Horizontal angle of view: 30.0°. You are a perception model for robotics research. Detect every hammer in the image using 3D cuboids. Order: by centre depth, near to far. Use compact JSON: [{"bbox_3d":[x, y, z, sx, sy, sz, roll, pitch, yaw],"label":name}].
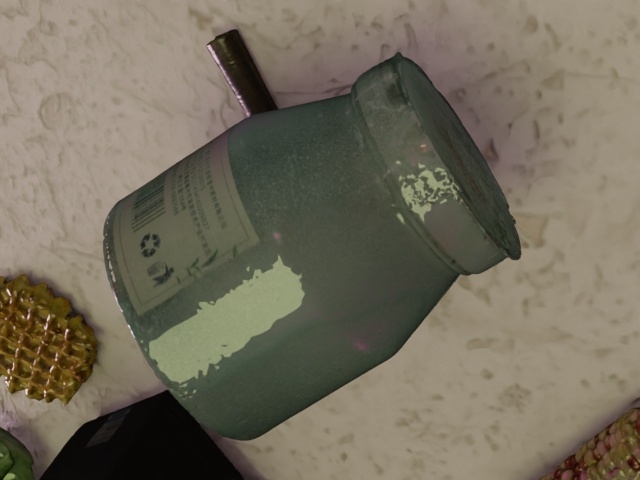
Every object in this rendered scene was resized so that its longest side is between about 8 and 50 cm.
[{"bbox_3d":[-0.029,-0.069,1.148,0.125,0.027,0.297,-14,116,32],"label":"hammer"}]

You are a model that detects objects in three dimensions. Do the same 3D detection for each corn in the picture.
[{"bbox_3d":[0.270,0.262,1.211,0.092,0.092,0.280,35,130,-2],"label":"corn"}]

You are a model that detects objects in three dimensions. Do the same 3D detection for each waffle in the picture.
[{"bbox_3d":[-0.347,0.119,1.422,0.191,0.038,0.191,12,128,16],"label":"waffle"}]

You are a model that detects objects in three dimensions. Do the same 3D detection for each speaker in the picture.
[{"bbox_3d":[-0.202,0.337,1.374,0.184,0.254,0.232,-22,112,36],"label":"speaker"}]

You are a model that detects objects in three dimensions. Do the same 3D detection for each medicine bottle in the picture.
[{"bbox_3d":[0.000,0.000,1.017,0.290,0.245,0.245,-30,109,16],"label":"medicine bottle"}]

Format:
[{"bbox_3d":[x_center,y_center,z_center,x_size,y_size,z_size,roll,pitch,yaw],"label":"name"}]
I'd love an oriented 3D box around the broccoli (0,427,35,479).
[{"bbox_3d":[-0.464,0.377,1.538,0.308,0.308,0.275,37,93,-5],"label":"broccoli"}]
